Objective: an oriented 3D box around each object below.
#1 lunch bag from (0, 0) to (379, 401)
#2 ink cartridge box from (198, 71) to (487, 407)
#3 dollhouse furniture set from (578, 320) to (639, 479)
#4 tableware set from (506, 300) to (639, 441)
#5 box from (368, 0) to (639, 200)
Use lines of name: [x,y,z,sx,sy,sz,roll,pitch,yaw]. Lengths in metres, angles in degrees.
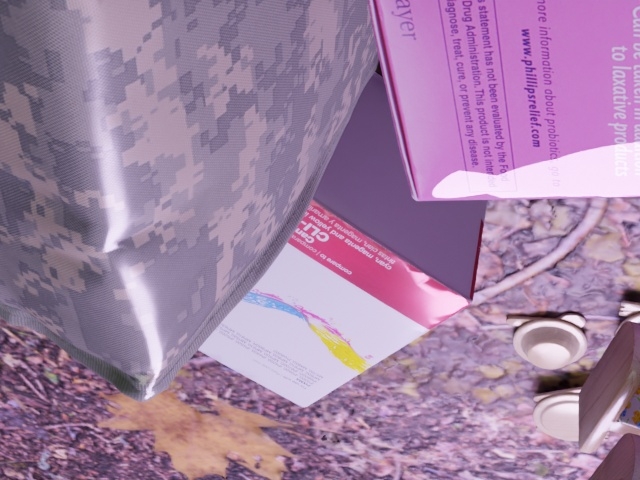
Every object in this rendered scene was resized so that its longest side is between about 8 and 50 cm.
lunch bag: [-0.059,-0.126,0.462,0.169,0.287,0.235,24,142,20]
ink cartridge box: [0.000,0.000,0.689,0.127,0.128,0.176,32,136,-19]
dollhouse furniture set: [0.273,0.073,0.607,0.212,0.242,0.161,14,139,-1]
tableware set: [0.222,0.102,0.825,0.141,0.020,0.168,-6,134,19]
box: [0.159,-0.131,0.431,0.243,0.213,0.117,-1,137,16]
